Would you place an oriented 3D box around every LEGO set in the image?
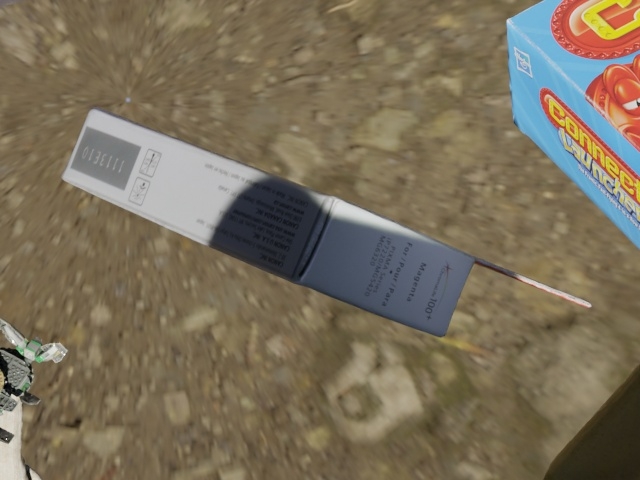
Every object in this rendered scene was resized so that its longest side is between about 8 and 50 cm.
[{"bbox_3d":[-0.117,0.050,0.590,0.083,0.023,0.054,-4,60,4],"label":"LEGO set"}]

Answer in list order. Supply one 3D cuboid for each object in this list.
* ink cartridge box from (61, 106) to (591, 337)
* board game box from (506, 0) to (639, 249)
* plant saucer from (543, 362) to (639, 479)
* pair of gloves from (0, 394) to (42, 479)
[{"bbox_3d":[0.000,0.000,1.252,0.239,0.275,0.060,23,89,-40],"label":"ink cartridge box"},{"bbox_3d":[0.311,-0.075,1.050,0.308,0.302,0.086,-29,141,-14],"label":"board game box"},{"bbox_3d":[0.225,0.237,1.343,0.081,0.333,0.333,22,52,-6],"label":"plant saucer"},{"bbox_3d":[-0.268,0.128,1.075,0.240,0.042,0.204,3,134,4],"label":"pair of gloves"}]
